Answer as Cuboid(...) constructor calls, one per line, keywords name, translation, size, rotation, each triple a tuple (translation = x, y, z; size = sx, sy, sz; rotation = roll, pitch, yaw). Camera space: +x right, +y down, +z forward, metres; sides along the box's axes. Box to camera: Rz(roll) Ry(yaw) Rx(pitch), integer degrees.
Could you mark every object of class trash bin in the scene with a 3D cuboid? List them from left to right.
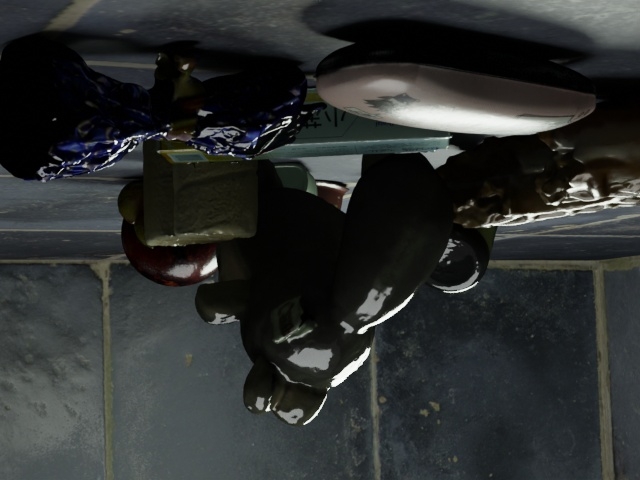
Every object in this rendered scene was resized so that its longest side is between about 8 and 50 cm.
Cuboid(name="trash bin", translation=(-0.067, -0.077, 2.129), size=(0.116, 0.059, 0.130), rotation=(-4, 174, 5))

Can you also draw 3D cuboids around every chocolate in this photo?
Cuboid(name="chocolate", translation=(-0.127, -0.119, 1.329), size=(0.343, 0.126, 0.148), rotation=(-3, 135, -35))

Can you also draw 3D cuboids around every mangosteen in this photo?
Cuboid(name="mangosteen", translation=(-0.226, -0.022, 2.206), size=(0.200, 0.199, 0.200), rotation=(-2, 175, 0))

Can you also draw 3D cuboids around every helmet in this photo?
Cuboid(name="helmet", translation=(-0.031, -0.039, 2.348), size=(0.155, 0.106, 0.175), rotation=(-5, 178, 36))

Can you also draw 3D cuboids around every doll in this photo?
Cuboid(name="doll", translation=(0.026, 0.017, 1.834), size=(0.379, 0.382, 0.252), rotation=(-32, 127, 20))

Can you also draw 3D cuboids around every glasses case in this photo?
Cuboid(name="glasses case", translation=(0.132, -0.141, 1.337), size=(0.314, 0.075, 0.122), rotation=(2, 176, -42))

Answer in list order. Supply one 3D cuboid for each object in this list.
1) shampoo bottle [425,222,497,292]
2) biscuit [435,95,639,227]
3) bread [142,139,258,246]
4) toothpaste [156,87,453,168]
Cuboid(name="shampoo bottle", translation=(0.192, -0.044, 1.926), size=(0.101, 0.101, 0.284), rotation=(-3, -150, 17))
Cuboid(name="biscuit", translation=(0.310, -0.092, 1.681), size=(0.268, 0.115, 0.366), rotation=(-7, 177, -21))
Cuboid(name="bread", translation=(-0.145, -0.066, 1.744), size=(0.134, 0.141, 0.148), rotation=(2, 175, -27))
Cuboid(name="toothpaste", translation=(-0.016, -0.124, 1.540), size=(0.313, 0.071, 0.089), rotation=(-2, 173, 4))
